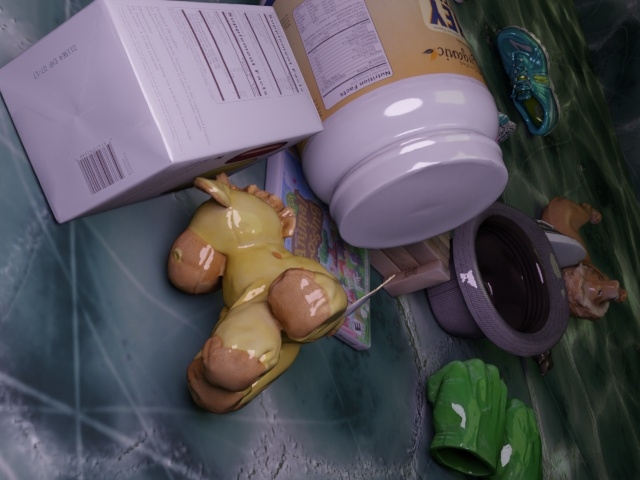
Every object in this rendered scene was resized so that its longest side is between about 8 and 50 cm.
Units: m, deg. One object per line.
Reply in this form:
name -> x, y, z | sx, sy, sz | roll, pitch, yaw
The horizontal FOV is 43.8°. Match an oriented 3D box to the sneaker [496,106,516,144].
sneaker -> 0.343, -0.242, 1.593 | 0.076, 0.065, 0.166 | 53, 8, 19

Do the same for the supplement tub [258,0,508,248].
supplement tub -> 0.069, -0.171, 0.918 | 0.228, 0.228, 0.316 | 17, 49, -53

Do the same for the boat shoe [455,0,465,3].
boat shoe -> 0.299, -0.690, 1.755 | 0.112, 0.095, 0.335 | -4, 76, -58

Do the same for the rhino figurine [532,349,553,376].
rhino figurine -> 0.390, 0.137, 1.441 | 0.106, 0.073, 0.243 | 46, 39, -40

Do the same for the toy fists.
toy fists -> 0.229, 0.264, 1.091 | 0.279, 0.096, 0.142 | 45, 48, -37

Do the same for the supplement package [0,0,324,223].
supplement package -> -0.126, -0.120, 0.702 | 0.244, 0.139, 0.134 | -26, 93, -59

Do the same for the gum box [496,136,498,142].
gum box -> 0.236, -0.125, 1.256 | 0.188, 0.062, 0.107 | -42, 137, -82

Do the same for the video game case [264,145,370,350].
video game case -> 0.000, 0.000, 0.946 | 0.193, 0.023, 0.212 | 38, 43, -42

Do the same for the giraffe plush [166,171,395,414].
giraffe plush -> -0.063, 0.028, 0.711 | 0.210, 0.181, 0.170 | -35, 78, -31

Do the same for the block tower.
block tower -> 0.128, -0.087, 1.137 | 0.097, 0.091, 0.335 | 43, 39, -36

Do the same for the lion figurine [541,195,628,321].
lion figurine -> 0.544, 0.024, 1.722 | 0.240, 0.142, 0.392 | 31, 33, -37

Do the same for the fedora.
fedora -> 0.252, 0.067, 1.208 | 0.275, 0.124, 0.243 | -8, 77, -50

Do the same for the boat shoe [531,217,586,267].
boat shoe -> 0.419, -0.008, 1.521 | 0.219, 0.078, 0.070 | 17, 46, -29

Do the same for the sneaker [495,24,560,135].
sneaker -> 0.491, -0.377, 1.881 | 0.110, 0.107, 0.275 | -40, 107, -48
